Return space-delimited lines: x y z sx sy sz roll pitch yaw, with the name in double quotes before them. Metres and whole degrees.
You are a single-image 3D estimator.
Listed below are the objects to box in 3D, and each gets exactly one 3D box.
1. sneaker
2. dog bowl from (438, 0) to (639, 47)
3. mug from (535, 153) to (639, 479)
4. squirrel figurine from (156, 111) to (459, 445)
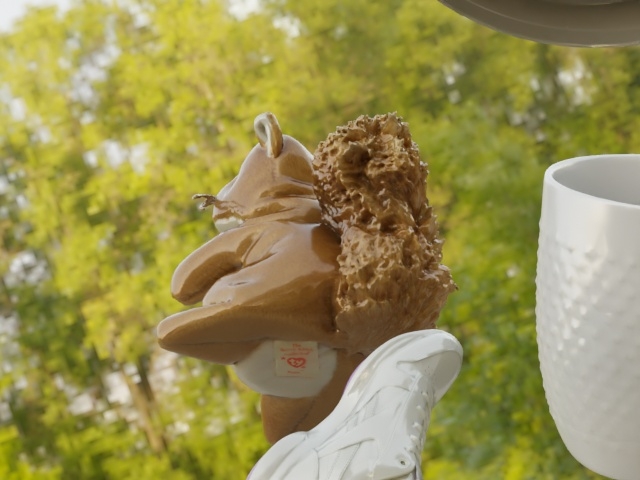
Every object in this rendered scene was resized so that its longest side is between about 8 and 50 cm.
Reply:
"sneaker" 0.064 0.210 1.541 0.305 0.152 0.114 -42 -38 -32
"dog bowl" 0.181 -0.293 0.976 0.349 0.349 0.102 -24 36 23
"mug" 0.387 0.105 1.698 0.276 0.328 0.374 -1 16 -13
"squirrel figurine" 0.000 0.000 2.005 0.397 0.370 0.281 -29 -51 28
